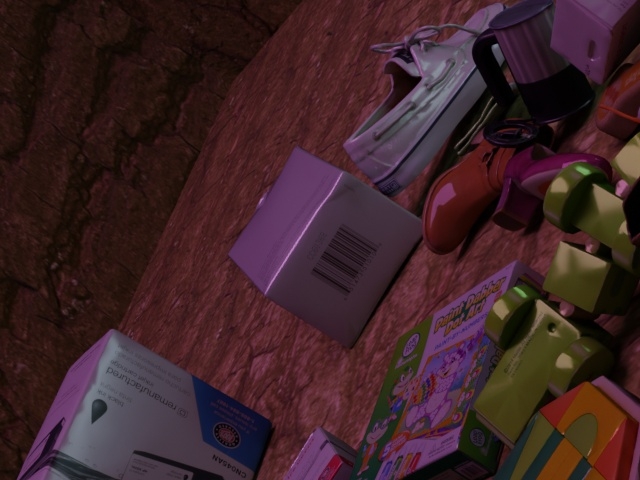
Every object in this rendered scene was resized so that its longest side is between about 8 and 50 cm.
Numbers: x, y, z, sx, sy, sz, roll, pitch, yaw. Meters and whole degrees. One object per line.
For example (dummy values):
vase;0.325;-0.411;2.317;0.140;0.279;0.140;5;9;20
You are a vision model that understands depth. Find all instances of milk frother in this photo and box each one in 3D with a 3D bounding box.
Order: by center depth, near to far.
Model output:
milk frother;0.238;-0.195;1.856;0.129;0.135;0.143;-20;20;23

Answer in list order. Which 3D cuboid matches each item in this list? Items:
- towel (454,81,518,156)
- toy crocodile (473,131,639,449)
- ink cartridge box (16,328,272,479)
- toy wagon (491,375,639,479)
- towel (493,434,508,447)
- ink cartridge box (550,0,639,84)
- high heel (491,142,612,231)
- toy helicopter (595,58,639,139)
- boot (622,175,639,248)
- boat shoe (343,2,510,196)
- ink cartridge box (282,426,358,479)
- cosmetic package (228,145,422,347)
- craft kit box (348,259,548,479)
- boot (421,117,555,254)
towel;0.220;-0.165;2.094;0.113;0.023;0.152;-55;-6;12
toy crocodile;0.249;0.044;1.459;0.115;0.105;0.340;35;106;39
ink cartridge box;-0.272;0.370;2.192;0.166;0.285;0.395;-42;22;48
toy wagon;0.172;0.280;1.300;0.344;0.068;0.267;-57;13;5
towel;0.210;0.145;1.546;0.067;0.029;0.119;-31;30;60
ink cartridge box;0.344;-0.284;1.723;0.190;0.082;0.139;-45;-17;-12
high heel;0.270;-0.086;1.752;0.117;0.082;0.244;-64;6;-18
toy helicopter;0.359;-0.168;1.589;0.355;0.140;0.235;130;159;-72
boot;0.359;-0.062;1.242;0.305;0.115;0.112;-46;41;48
boat shoe;0.144;-0.242;2.279;0.367;0.156;0.136;-53;14;-22
ink cartridge box;0.006;0.297;1.851;0.109;0.063;0.150;-58;13;2
cosmetic package;0.000;0.000;2.336;0.217;0.156;0.385;-57;13;3
craft kit box;0.133;0.172;1.708;0.250;0.061;0.246;-40;20;51
boot;0.206;-0.069;1.944;0.197;0.073;0.152;-62;18;-6
